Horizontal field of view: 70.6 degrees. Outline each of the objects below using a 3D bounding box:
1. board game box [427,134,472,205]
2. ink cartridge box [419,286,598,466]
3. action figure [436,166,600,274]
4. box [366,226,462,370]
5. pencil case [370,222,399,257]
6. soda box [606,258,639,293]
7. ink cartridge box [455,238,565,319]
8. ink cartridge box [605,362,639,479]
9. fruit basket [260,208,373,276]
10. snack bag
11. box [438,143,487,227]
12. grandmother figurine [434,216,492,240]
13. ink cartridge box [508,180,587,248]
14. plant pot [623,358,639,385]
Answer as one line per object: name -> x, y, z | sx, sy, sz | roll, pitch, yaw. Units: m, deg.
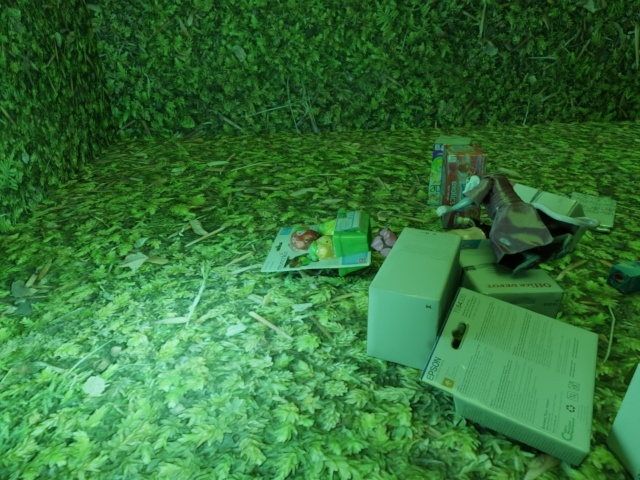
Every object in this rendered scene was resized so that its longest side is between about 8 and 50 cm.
board game box -> 0.558, -0.299, 1.961 | 0.145, 0.275, 0.142 | 10, 30, 19
ink cartridge box -> 0.426, 0.277, 1.013 | 0.330, 0.071, 0.324 | 19, 43, 23
action figure -> 0.526, -0.095, 1.285 | 0.248, 0.275, 0.370 | 4, 50, -34
box -> 0.256, 0.139, 1.203 | 0.169, 0.214, 0.345 | 10, 29, 21
pencil case -> 0.262, 0.045, 1.431 | 0.209, 0.095, 0.098 | 41, 1, -1
soda box -> 1.004, 0.102, 1.404 | 0.210, 0.067, 0.071 | -9, 29, -17
ink cartridge box -> 0.513, 0.119, 1.321 | 0.223, 0.128, 0.307 | -1, 27, -3
ink cartridge box -> 0.724, 0.324, 0.821 | 0.307, 0.226, 0.131 | -4, 27, -7
fruit basket -> 0.000, 0.000, 1.536 | 0.354, 0.165, 0.327 | 0, 28, 9
snack bag -> 1.041, -0.141, 1.901 | 0.343, 0.037, 0.323 | 16, 33, 30
box -> 0.550, -0.213, 1.770 | 0.142, 0.299, 0.154 | 0, 27, 6
grandmother figurine -> 0.562, -0.014, 1.620 | 0.343, 0.104, 0.207 | -9, 54, -22
ink cartridge box -> 0.775, -0.092, 1.622 | 0.207, 0.117, 0.283 | 35, -2, -44
plant pot -> 0.759, 0.296, 1.025 | 0.082, 0.083, 0.081 | -21, 34, -32
